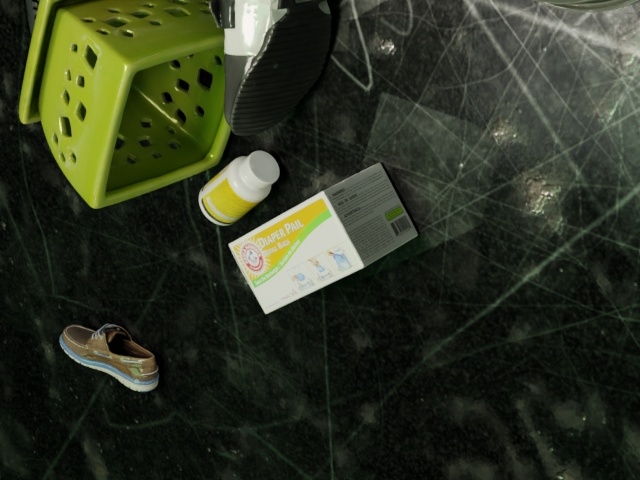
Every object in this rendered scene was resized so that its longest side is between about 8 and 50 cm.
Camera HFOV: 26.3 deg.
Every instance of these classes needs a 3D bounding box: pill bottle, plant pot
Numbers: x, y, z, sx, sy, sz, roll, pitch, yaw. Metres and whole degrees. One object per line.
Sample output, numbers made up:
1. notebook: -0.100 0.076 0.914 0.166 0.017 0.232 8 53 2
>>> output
1. pill bottle: -0.104 -0.071 1.787 0.116 0.065 0.065 -36 85 47
2. plant pot: -0.244 -0.209 1.733 0.207 0.228 0.227 41 131 26

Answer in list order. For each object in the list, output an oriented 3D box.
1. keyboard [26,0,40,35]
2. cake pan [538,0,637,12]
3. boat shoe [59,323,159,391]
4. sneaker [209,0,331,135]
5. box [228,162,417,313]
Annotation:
1. keyboard: -0.341 -0.366 1.844 0.201 0.033 0.317 27 136 27
2. cake pan: 0.238 -0.362 1.338 0.293 0.054 0.293 20 123 34
3. boat shoe: -0.322 0.164 2.112 0.183 0.066 0.066 23 121 20
4. sneaker: -0.065 -0.285 1.619 0.146 0.122 0.330 43 129 33
5. box: 0.000 0.000 1.694 0.203 0.114 0.103 -27 91 47
